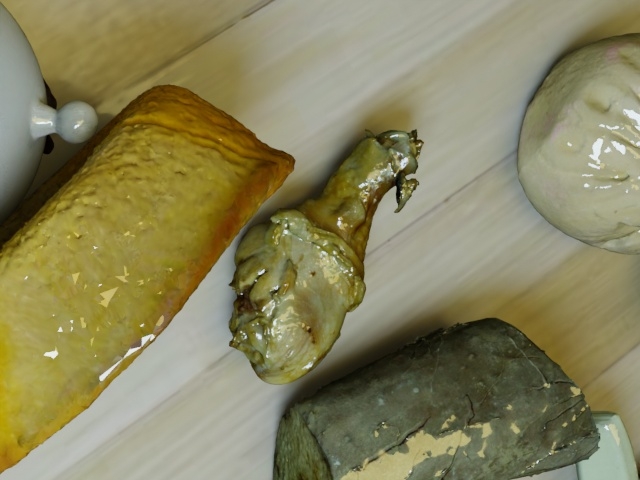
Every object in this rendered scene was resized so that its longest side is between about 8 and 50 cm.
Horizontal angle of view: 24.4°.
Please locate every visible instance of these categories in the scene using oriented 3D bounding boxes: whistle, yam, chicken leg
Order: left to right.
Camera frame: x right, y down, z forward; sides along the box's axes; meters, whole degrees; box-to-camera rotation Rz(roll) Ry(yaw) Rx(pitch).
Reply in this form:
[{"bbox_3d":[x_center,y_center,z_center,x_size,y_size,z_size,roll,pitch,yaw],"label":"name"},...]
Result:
[{"bbox_3d":[0.000,0.000,1.125,0.103,0.088,0.228,30,86,-14],"label":"chicken leg"},{"bbox_3d":[0.084,0.153,1.158,0.254,0.154,0.154,-18,105,-20],"label":"yam"},{"bbox_3d":[0.256,0.262,1.281,0.101,0.106,0.253,-14,109,-1],"label":"whistle"}]

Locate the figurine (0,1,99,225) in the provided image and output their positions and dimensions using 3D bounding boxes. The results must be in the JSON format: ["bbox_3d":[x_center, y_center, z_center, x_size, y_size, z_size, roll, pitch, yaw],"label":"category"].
[{"bbox_3d":[-0.329,-0.076,0.904,0.370,0.167,0.281,-3,108,-20],"label":"figurine"}]

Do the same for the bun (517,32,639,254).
[{"bbox_3d":[0.269,-0.073,1.230,0.193,0.128,0.178,36,79,-28],"label":"bun"}]

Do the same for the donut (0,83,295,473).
[{"bbox_3d":[-0.153,0.017,0.952,0.110,0.303,0.303,46,76,-10],"label":"donut"}]
